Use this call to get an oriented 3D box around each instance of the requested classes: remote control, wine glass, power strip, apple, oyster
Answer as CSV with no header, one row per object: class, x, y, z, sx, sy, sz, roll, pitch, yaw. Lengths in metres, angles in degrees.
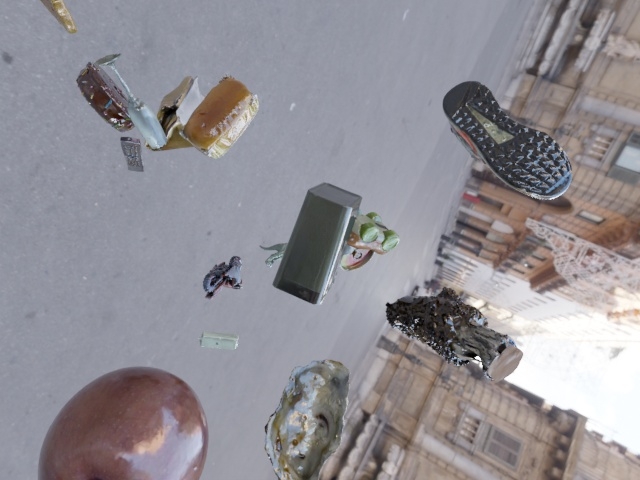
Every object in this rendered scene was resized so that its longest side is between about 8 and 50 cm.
remote control,-0.585,-0.267,1.320,0.212,0.059,0.028,140,-45,-66
wine glass,-0.482,-0.352,1.105,0.074,0.074,0.262,-54,145,-29
power strip,-0.231,0.229,0.965,0.016,0.089,0.040,-98,-158,-52
apple,-0.353,0.388,0.761,0.235,0.305,0.306,-67,-179,-87
oyster,-0.055,0.498,1.104,0.111,0.204,0.397,143,-34,-66

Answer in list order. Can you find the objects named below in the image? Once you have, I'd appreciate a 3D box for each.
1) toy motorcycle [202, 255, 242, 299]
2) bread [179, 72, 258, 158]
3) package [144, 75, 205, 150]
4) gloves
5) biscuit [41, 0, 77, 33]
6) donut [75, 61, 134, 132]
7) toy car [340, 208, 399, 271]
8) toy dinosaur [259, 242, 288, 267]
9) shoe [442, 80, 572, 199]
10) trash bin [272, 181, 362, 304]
toy motorcycle,-0.323,0.136,1.430,0.212,0.084,0.118,-42,134,-60
bread,-0.305,-0.377,1.292,0.241,0.136,0.107,-52,170,-6
package,-0.536,-0.494,1.580,0.311,0.221,0.165,-89,173,-45
gloves,0.281,0.187,0.927,0.210,0.312,0.135,7,101,-49
biscuit,-0.721,-0.660,1.110,0.041,0.238,0.212,-37,132,-17
donut,-0.671,-0.445,1.341,0.089,0.235,0.235,-37,159,-2
toy car,0.130,0.012,1.456,0.235,0.145,0.235,-19,135,-20
toy dinosaur,-0.115,0.032,1.372,0.167,0.242,0.053,-39,120,-14
shoe,0.418,-0.212,0.988,0.132,0.336,0.171,-42,163,6
trash bin,0.000,0.000,0.987,0.164,0.122,0.241,-41,153,-69
